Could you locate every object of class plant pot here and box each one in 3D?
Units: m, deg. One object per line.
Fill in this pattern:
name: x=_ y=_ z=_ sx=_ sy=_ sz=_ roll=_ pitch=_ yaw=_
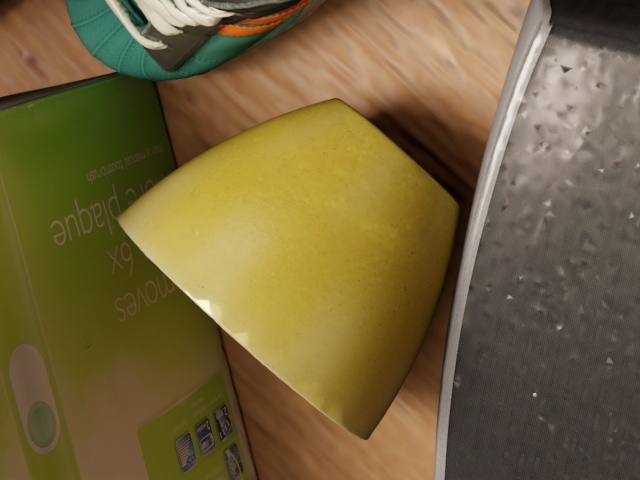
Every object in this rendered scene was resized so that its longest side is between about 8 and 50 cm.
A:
plant pot: x=0.000 y=0.000 z=0.688 sx=0.134 sy=0.134 sz=0.095 roll=42 pitch=90 yaw=9

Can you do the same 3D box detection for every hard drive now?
hard drive: x=0.129 y=0.037 z=0.668 sx=0.172 sy=0.054 sz=0.255 roll=16 pitch=110 yaw=20

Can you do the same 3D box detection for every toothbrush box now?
toothbrush box: x=-0.132 y=0.088 z=0.716 sx=0.122 sy=0.206 sz=0.283 roll=-8 pitch=99 yaw=26

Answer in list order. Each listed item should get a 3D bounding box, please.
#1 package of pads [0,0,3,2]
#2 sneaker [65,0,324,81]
package of pads: x=-0.284 y=-0.188 z=0.770 sx=0.229 sy=0.101 sz=0.296 roll=-32 pitch=89 yaw=28
sneaker: x=-0.035 y=-0.127 z=0.615 sx=0.108 sy=0.121 sz=0.302 roll=54 pitch=143 yaw=-3
